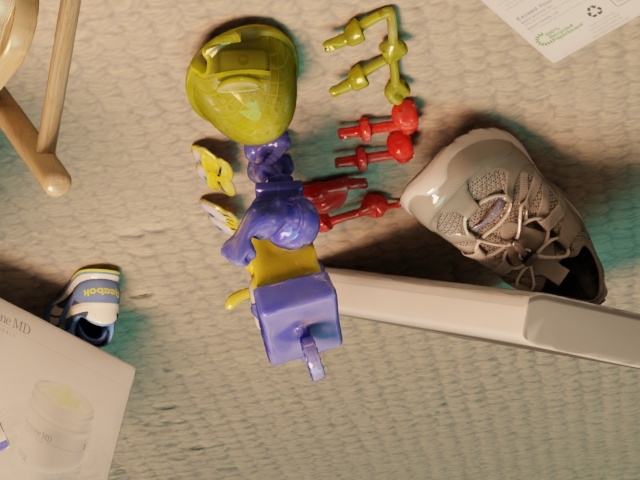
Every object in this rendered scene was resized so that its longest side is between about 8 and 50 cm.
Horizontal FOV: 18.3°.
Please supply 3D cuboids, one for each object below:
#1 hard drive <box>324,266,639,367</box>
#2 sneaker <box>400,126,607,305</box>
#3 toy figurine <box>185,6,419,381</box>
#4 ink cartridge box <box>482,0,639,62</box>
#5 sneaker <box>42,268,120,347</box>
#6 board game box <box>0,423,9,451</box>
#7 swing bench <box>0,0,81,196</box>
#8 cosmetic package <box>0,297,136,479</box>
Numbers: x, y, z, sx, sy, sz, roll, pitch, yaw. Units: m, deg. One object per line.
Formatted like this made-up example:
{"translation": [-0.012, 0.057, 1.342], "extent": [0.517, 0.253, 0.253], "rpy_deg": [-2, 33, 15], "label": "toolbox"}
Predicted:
{"translation": [0.164, 0.072, 1.811], "extent": [0.233, 0.047, 0.353], "rpy_deg": [12, 177, -33], "label": "hard drive"}
{"translation": [0.176, -0.014, 1.729], "extent": [0.105, 0.115, 0.281], "rpy_deg": [-47, 147, 17], "label": "sneaker"}
{"translation": [0.000, 0.000, 1.612], "extent": [0.191, 0.217, 0.362], "rpy_deg": [-8, 155, -2], "label": "toy figurine"}
{"translation": [0.177, -0.239, 1.354], "extent": [0.223, 0.045, 0.224], "rpy_deg": [-28, 133, 33], "label": "ink cartridge box"}
{"translation": [-0.226, 0.078, 1.881], "extent": [0.053, 0.059, 0.144], "rpy_deg": [0, 154, -23], "label": "sneaker"}
{"translation": [-0.371, 0.078, 1.518], "extent": [0.078, 0.233, 0.347], "rpy_deg": [-24, -177, -29], "label": "board game box"}
{"translation": [-0.307, -0.141, 1.260], "extent": [0.253, 0.165, 0.254], "rpy_deg": [8, -174, -32], "label": "swing bench"}
{"translation": [-0.311, 0.180, 1.809], "extent": [0.138, 0.225, 0.224], "rpy_deg": [-8, 152, 41], "label": "cosmetic package"}
